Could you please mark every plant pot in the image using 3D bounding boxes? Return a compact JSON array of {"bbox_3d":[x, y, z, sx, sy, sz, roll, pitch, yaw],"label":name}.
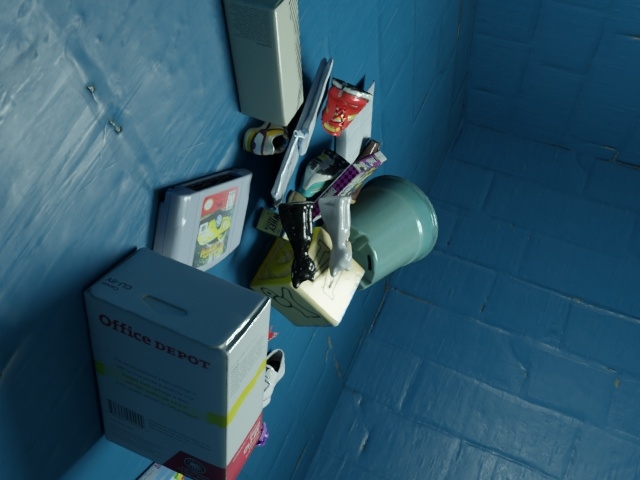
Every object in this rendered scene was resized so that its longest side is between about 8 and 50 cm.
[{"bbox_3d":[0.172,-0.012,2.170,0.334,0.341,0.341,-32,141,-45],"label":"plant pot"}]

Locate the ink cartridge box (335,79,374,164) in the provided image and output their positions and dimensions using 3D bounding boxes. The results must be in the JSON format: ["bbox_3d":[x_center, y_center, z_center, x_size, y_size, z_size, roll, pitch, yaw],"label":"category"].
[{"bbox_3d":[0.110,-0.370,2.030,0.224,0.045,0.223,92,23,-43],"label":"ink cartridge box"}]

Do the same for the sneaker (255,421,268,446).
[{"bbox_3d":[-0.216,0.583,1.975,0.095,0.104,0.236,-60,160,-26],"label":"sneaker"}]

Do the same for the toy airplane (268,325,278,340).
[{"bbox_3d":[-0.174,0.316,1.932,0.151,0.028,0.151,-58,169,-18],"label":"toy airplane"}]

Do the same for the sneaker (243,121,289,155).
[{"bbox_3d":[-0.100,-0.235,1.445,0.185,0.083,0.070,-49,153,-51],"label":"sneaker"}]

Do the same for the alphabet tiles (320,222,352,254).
[{"bbox_3d":[0.013,0.064,1.943,0.284,0.021,0.278,-46,-141,46],"label":"alphabet tiles"}]

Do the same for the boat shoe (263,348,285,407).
[{"bbox_3d":[-0.177,0.423,1.966,0.258,0.095,0.084,-60,159,-65],"label":"boat shoe"}]

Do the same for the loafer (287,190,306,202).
[{"bbox_3d":[-0.069,-0.071,1.791,0.148,0.050,0.056,93,23,-43],"label":"loafer"}]

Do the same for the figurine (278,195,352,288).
[{"bbox_3d":[0.000,0.000,1.591,0.214,0.092,0.210,-12,100,-42],"label":"figurine"}]

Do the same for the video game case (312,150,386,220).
[{"bbox_3d":[0.072,-0.159,1.869,0.232,0.042,0.210,-44,174,31],"label":"video game case"}]

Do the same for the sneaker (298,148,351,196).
[{"bbox_3d":[0.013,-0.198,1.879,0.110,0.107,0.275,-57,166,28],"label":"sneaker"}]

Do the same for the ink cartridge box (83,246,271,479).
[{"bbox_3d":[-0.251,0.239,1.158,0.160,0.279,0.385,-51,155,-50],"label":"ink cartridge box"}]

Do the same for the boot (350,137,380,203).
[{"bbox_3d":[0.123,-0.238,2.098,0.207,0.090,0.248,-61,-179,17],"label":"boot"}]

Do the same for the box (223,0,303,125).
[{"bbox_3d":[-0.105,-0.365,1.241,0.275,0.113,0.094,89,25,-53],"label":"box"}]

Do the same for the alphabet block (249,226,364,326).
[{"bbox_3d":[-0.035,0.103,1.719,0.197,0.192,0.193,45,57,-28],"label":"alphabet block"}]

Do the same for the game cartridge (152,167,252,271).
[{"bbox_3d":[-0.236,-0.033,1.303,0.294,0.060,0.196,-35,145,-63],"label":"game cartridge"}]

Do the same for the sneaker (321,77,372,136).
[{"bbox_3d":[0.053,-0.314,1.553,0.279,0.107,0.118,180,-66,-88],"label":"sneaker"}]

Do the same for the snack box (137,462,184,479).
[{"bbox_3d":[-0.402,0.640,1.505,0.174,0.070,0.207,-37,142,-63],"label":"snack box"}]

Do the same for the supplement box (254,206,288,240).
[{"bbox_3d":[-0.112,-0.040,1.629,0.083,0.083,0.056,31,79,-73],"label":"supplement box"}]

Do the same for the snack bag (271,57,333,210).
[{"bbox_3d":[-0.047,-0.238,1.533,0.323,0.037,0.343,144,-33,-86],"label":"snack bag"}]
